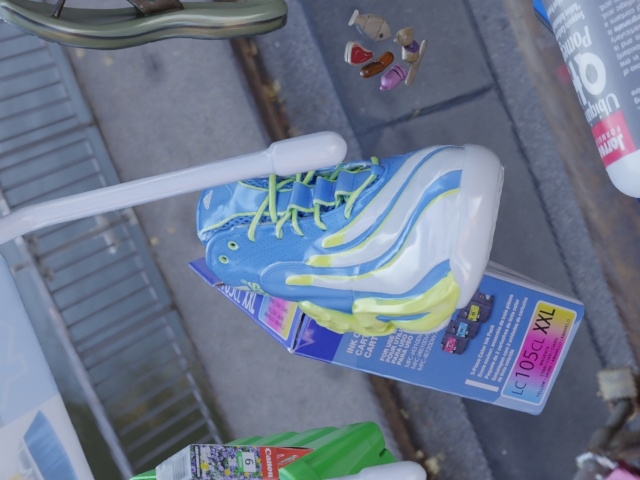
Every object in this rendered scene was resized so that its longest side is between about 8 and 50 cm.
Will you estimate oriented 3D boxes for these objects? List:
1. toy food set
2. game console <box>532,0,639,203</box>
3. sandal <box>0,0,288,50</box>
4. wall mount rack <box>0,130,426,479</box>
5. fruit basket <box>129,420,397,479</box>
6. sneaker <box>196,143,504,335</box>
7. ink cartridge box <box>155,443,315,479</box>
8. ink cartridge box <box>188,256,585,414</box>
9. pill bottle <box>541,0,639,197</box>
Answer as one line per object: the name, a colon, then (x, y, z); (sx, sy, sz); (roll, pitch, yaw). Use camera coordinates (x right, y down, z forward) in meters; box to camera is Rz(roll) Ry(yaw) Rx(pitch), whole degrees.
toy food set: (0.073, -0.204, 1.172); (0.019, 0.122, 0.078); (37, 113, 44)
game console: (0.405, -0.196, 1.083); (0.250, 0.293, 0.173); (-108, -5, -56)
sandal: (-0.182, -0.250, 1.086); (0.120, 0.303, 0.086); (-137, 44, -60)
wall mount rack: (-0.114, 0.095, 0.524); (0.130, 0.304, 0.350); (17, 129, 49)
fruit basket: (-0.092, 0.398, 1.215); (0.392, 0.392, 0.283); (-20, 100, 46)
sneaker: (0.000, 0.000, 0.554); (0.240, 0.126, 0.091); (136, 146, -69)
ink cartridge box: (-0.066, 0.185, 0.843); (0.063, 0.115, 0.029); (-39, 51, 47)
ink cartridge box: (0.054, 0.053, 1.214); (0.270, 0.395, 0.151); (30, 99, 64)
pill bottle: (0.308, -0.142, 0.899); (0.176, 0.176, 0.318); (-26, 81, 47)
